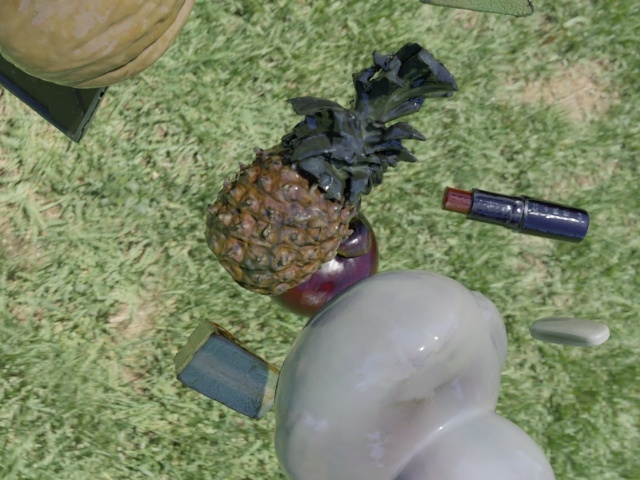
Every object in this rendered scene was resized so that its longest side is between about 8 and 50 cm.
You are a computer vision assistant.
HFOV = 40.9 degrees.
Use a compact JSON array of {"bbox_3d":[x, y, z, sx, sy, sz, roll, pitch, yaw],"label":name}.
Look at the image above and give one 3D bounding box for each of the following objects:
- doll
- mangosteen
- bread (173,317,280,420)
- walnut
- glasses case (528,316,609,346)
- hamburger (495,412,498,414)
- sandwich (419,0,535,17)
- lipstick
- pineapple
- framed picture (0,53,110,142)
[{"bbox_3d":[0.083,0.151,0.654,0.221,0.221,0.251,-40,137,-29],"label":"doll"},{"bbox_3d":[0.000,0.000,1.400,0.215,0.257,0.215,10,43,-9],"label":"mangosteen"},{"bbox_3d":[-0.099,0.164,1.015,0.139,0.084,0.074,41,89,-15],"label":"bread"},{"bbox_3d":[-0.246,-0.287,0.923,0.261,0.225,0.225,-47,106,-9],"label":"walnut"},{"bbox_3d":[0.247,0.091,0.857,0.032,0.083,0.021,-27,109,-38],"label":"glasses case"},{"bbox_3d":[0.135,0.288,1.142,0.215,0.122,0.189,5,98,-3],"label":"hamburger"},{"bbox_3d":[0.306,-0.535,1.785,0.063,0.212,0.245,-17,84,-61],"label":"sandwich"},{"bbox_3d":[0.382,-0.055,1.701,0.300,0.081,0.081,10,75,-6],"label":"lipstick"},{"bbox_3d":[0.008,-0.080,0.880,0.170,0.310,0.141,21,33,-46],"label":"pineapple"},{"bbox_3d":[-0.389,-0.296,1.197,0.247,0.335,0.022,38,53,-9],"label":"framed picture"}]
